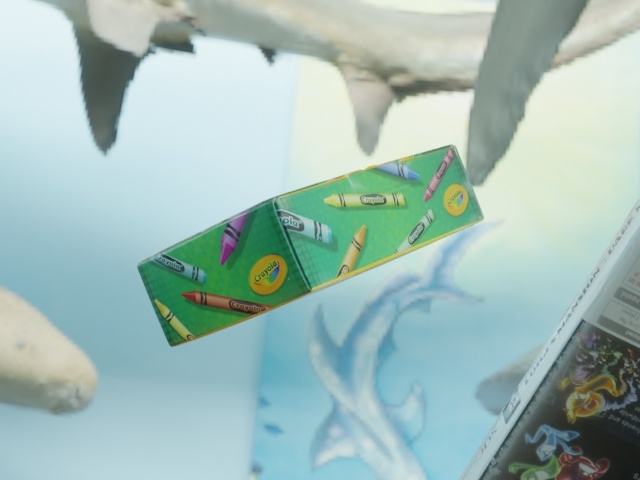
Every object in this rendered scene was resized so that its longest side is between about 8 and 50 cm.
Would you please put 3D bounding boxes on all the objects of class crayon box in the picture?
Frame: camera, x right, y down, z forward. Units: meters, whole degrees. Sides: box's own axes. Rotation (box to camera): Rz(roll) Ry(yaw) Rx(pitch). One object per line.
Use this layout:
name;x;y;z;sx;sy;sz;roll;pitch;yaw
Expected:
crayon box;0.000;0.000;1.040;0.165;0.081;0.278;-24;-2;38

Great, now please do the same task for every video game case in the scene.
video game case;0.169;0.072;0.438;0.190;0.173;0.022;26;18;-10
